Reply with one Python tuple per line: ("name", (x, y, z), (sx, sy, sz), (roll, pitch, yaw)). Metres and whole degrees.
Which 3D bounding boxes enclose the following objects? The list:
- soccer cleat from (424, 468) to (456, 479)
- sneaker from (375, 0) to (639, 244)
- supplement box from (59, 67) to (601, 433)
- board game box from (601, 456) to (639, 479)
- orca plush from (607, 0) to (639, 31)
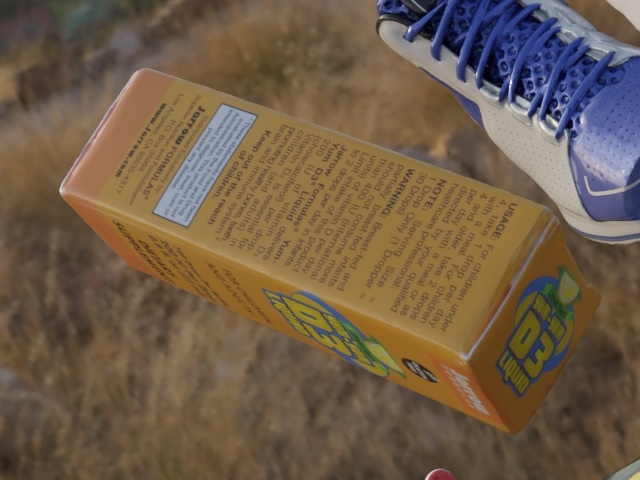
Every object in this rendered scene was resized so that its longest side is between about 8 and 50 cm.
("soccer cleat", (0.079, 0.175, 1.090), (0.029, 0.083, 0.035), (-22, 13, -6))
("sneaker", (0.132, -0.120, 1.238), (0.127, 0.182, 0.315), (-52, 28, 5))
("supplement box", (0.000, 0.000, 0.789), (0.233, 0.078, 0.080), (19, 70, 34))
("board game box", (0.123, 0.140, 0.410), (0.136, 0.259, 0.030), (-37, 29, 39))
("orca plush", (0.210, -0.029, 0.446), (0.287, 0.102, 0.151), (42, 29, 16))
